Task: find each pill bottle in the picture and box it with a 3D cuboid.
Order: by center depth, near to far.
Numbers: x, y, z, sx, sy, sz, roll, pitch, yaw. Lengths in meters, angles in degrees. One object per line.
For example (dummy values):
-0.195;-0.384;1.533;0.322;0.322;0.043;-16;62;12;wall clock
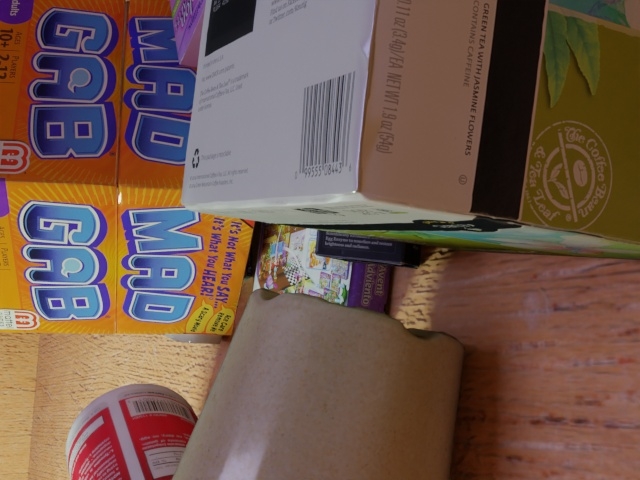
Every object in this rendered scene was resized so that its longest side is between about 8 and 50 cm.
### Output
-0.248;0.413;1.420;0.407;0.229;0.229;47;126;58;pill bottle

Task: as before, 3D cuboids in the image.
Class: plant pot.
-0.002;0.218;0.913;0.334;0.334;0.305;-2;71;64;plant pot

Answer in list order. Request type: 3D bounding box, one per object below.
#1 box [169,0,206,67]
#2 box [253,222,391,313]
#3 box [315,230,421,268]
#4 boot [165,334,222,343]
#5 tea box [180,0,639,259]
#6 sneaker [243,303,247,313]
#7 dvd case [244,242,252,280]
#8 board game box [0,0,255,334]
-0.091;-0.347;1.293;0.117;0.214;0.243;-55;38;44;box
0.000;0.000;1.203;0.293;0.057;0.200;5;87;64;box
0.060;-0.054;0.976;0.156;0.093;0.158;17;-101;-78;box
-0.217;0.077;1.603;0.244;0.088;0.176;-154;74;-66;boot
0.103;-0.109;0.716;0.329;0.324;0.219;-177;94;-65;tea box
-0.083;0.154;1.310;0.166;0.065;0.076;-115;17;-44;sneaker
-0.133;0.010;1.524;0.087;0.013;0.119;-29;59;59;dvd case
-0.292;-0.104;1.366;0.356;0.357;0.356;107;161;-52;board game box
